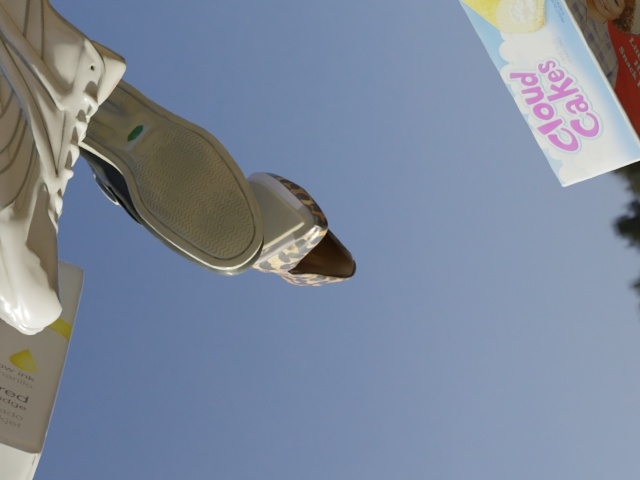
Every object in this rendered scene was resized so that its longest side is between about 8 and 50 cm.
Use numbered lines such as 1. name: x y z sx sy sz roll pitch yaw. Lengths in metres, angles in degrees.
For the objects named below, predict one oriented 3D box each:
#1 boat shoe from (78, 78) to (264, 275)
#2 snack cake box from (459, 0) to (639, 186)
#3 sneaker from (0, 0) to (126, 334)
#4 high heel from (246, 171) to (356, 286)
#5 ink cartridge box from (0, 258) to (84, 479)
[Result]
1. boat shoe: -0.120 -0.048 1.220 0.233 0.084 0.079 40 164 30
2. snack cake box: 0.207 -0.201 1.371 0.264 0.089 0.152 59 -142 -14
3. sneaker: -0.158 -0.066 0.881 0.090 0.115 0.232 -170 69 -69
4. high heel: 0.000 0.000 1.538 0.186 0.261 0.093 15 -98 -26
5. ink cartridge box: -0.344 0.097 1.199 0.279 0.160 0.384 22 -166 -10
